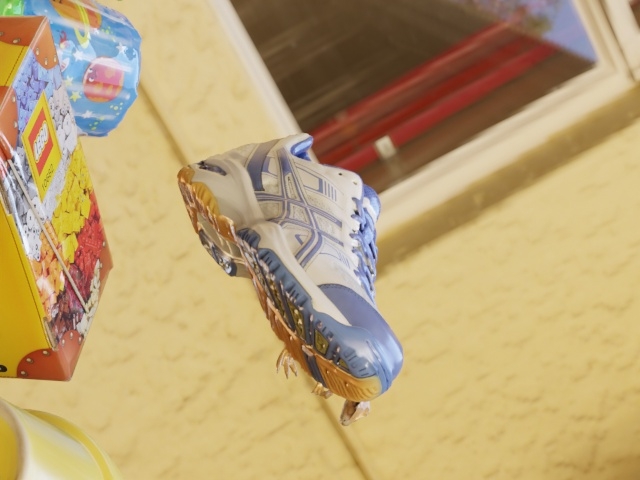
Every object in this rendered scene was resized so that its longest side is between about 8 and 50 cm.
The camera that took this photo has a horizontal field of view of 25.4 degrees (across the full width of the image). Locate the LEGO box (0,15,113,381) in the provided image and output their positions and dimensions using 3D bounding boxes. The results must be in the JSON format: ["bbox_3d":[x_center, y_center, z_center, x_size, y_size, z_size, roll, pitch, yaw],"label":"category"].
[{"bbox_3d":[-0.521,-0.044,1.557,0.500,0.372,0.193,2,-137,9],"label":"LEGO box"}]

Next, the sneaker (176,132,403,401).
[{"bbox_3d":[0.000,0.000,1.083,0.131,0.112,0.296,-25,-137,-14],"label":"sneaker"}]

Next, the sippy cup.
[{"bbox_3d":[-0.356,-0.227,1.785,0.224,0.240,0.305,10,177,-38],"label":"sippy cup"}]

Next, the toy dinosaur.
[{"bbox_3d":[0.009,0.085,1.418,0.112,0.211,0.064,-28,159,37],"label":"toy dinosaur"}]

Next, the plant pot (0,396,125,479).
[{"bbox_3d":[-0.323,0.260,1.373,0.254,0.239,0.254,-3,-120,6],"label":"plant pot"}]
